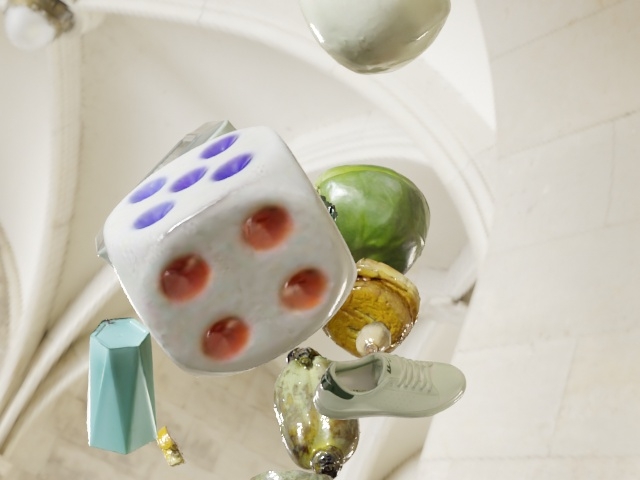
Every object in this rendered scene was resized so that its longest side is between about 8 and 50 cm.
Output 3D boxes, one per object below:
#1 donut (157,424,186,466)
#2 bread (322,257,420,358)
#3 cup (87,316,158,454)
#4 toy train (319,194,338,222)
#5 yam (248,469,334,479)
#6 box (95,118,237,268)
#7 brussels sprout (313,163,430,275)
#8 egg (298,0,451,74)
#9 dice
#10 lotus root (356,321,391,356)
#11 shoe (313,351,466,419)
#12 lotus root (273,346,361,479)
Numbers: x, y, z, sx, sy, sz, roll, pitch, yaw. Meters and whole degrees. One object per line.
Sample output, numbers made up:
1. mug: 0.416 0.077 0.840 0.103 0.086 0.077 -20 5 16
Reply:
1. donut: -0.375 0.512 2.420 0.108 0.043 0.097 68 -11 -21
2. bread: 0.108 0.161 2.151 0.198 0.120 0.236 31 -57 -3
3. cup: -0.379 0.270 1.866 0.134 0.148 0.236 -4 -63 -19
4. toy train: 0.000 0.000 1.906 0.071 0.170 0.111 0 -16 -5
5. yam: -0.008 0.537 1.697 0.168 0.304 0.168 -20 -28 -12
6. box: -0.323 -0.106 2.037 0.090 0.373 0.367 44 -6 -15
7. brussels sprout: 0.126 -0.028 2.496 0.314 0.276 0.371 3 -42 -3
8. egg: 0.092 -0.486 1.889 0.283 0.283 0.345 -11 -54 47
9. dice: -0.136 0.013 1.482 0.277 0.304 0.304 61 -3 -26
10. lotus root: 0.106 0.196 1.944 0.062 0.073 0.150 42 11 -2
11. shoe: 0.122 0.232 1.601 0.265 0.095 0.110 -7 -38 -12
12. lotus root: -0.010 0.364 2.000 0.173 0.309 0.173 -6 -46 -6
